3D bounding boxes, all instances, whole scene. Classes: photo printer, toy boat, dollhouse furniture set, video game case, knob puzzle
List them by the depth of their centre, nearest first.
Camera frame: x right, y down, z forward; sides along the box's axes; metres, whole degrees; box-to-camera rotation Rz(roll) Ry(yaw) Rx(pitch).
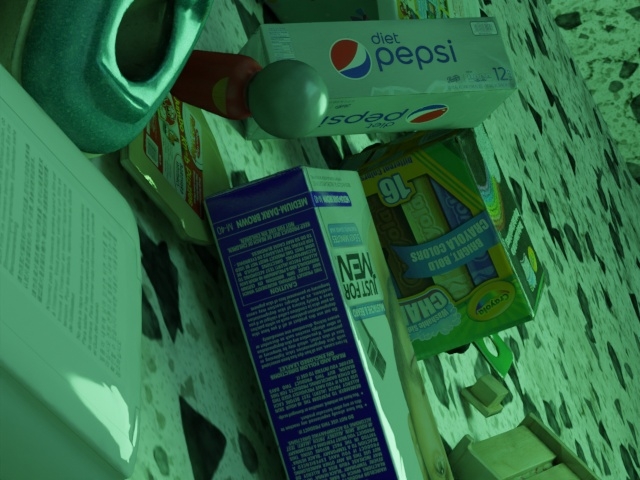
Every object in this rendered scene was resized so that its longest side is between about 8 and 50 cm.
[{"bbox_3d":[-0.228,-0.003,1.125,0.307,0.107,0.256,51,25,-44],"label":"photo printer"},{"bbox_3d":[-0.114,-0.170,1.446,0.318,0.148,0.267,36,73,-58],"label":"toy boat"},{"bbox_3d":[-0.131,-0.073,1.622,0.213,0.030,0.213,56,21,-36],"label":"knob puzzle"},{"bbox_3d":[0.122,-0.288,2.088,0.206,0.026,0.227,33,43,-46],"label":"video game case"},{"bbox_3d":[0.208,0.351,2.145,0.355,0.174,0.303,45,23,21],"label":"dollhouse furniture set"}]

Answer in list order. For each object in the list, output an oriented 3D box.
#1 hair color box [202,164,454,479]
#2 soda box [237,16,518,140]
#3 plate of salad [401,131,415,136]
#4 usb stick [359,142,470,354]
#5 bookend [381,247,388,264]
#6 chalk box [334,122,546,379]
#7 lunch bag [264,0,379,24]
[{"bbox_3d":[0.015,0.107,1.653,0.185,0.110,0.339,-4,78,-74],"label":"hair color box"},{"bbox_3d":[0.056,-0.170,1.909,0.286,0.098,0.091,-6,70,-27],"label":"soda box"},{"bbox_3d":[0.136,-0.104,2.426,0.200,0.048,0.200,-14,90,-81],"label":"plate of salad"},{"bbox_3d":[0.117,0.012,2.238,0.278,0.045,0.077,64,19,-15],"label":"usb stick"},{"bbox_3d":[0.000,0.000,1.860,0.157,0.072,0.156,61,18,-22],"label":"bookend"},{"bbox_3d":[0.142,0.024,2.086,0.180,0.179,0.289,-50,119,-71],"label":"chalk box"},{"bbox_3d":[0.002,-0.373,2.148,0.223,0.160,0.262,48,33,-48],"label":"lunch bag"}]
